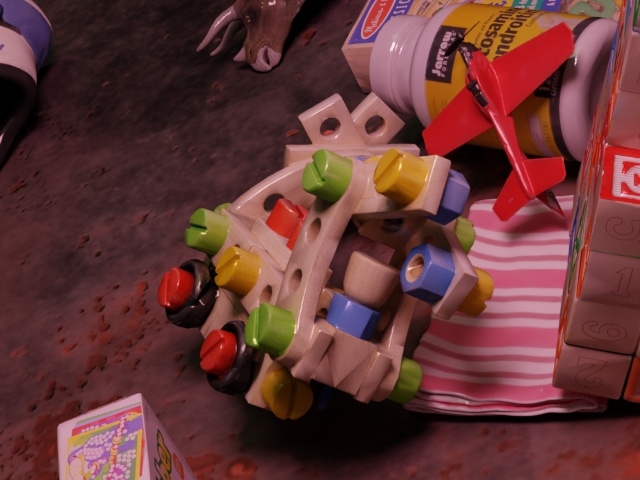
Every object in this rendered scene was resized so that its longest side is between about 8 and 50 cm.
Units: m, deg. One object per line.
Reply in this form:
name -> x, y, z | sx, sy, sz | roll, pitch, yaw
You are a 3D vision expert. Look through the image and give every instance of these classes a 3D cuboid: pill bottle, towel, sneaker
pill bottle -> 0.130, -0.117, 1.346 | 0.184, 0.103, 0.103 | 12, 53, 36
towel -> 0.141, 0.036, 1.232 | 0.144, 0.029, 0.197 | -3, 44, 30
sneaker -> -0.381, -0.102, 1.648 | 0.315, 0.127, 0.182 | -25, 35, 3

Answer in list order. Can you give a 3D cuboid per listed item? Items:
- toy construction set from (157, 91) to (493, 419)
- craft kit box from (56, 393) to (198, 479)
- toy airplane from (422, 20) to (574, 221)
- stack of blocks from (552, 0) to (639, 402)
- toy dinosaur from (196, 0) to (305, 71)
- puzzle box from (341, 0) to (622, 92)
toy construction set -> 0.000, 0.000, 1.239 | 0.215, 0.151, 0.328 | -62, 14, 12
craft kit box -> -0.053, 0.245, 0.936 | 0.061, 0.247, 0.250 | -24, 38, 8
toy airplane -> 0.124, -0.078, 1.270 | 0.151, 0.151, 0.028 | 12, 14, 41
stack of blocks -> 0.206, -0.062, 1.074 | 0.087, 0.297, 0.171 | 10, 47, 4
toy dinosaur -> 0.008, -0.291, 1.624 | 0.160, 0.121, 0.313 | 7, 53, 21
puzzle box -> 0.210, -0.281, 1.536 | 0.272, 0.052, 0.409 | -2, 45, 32
